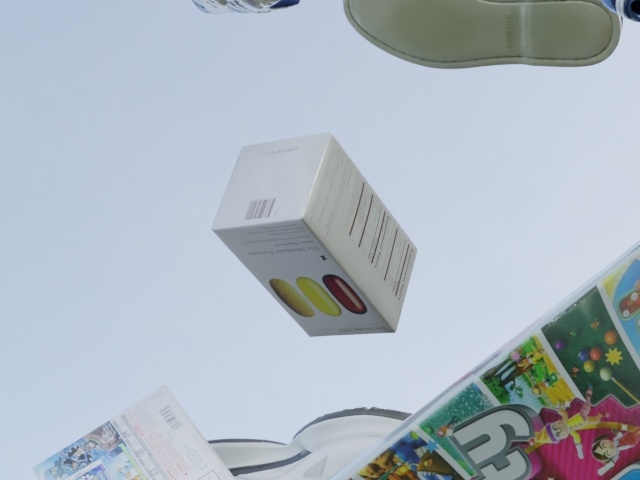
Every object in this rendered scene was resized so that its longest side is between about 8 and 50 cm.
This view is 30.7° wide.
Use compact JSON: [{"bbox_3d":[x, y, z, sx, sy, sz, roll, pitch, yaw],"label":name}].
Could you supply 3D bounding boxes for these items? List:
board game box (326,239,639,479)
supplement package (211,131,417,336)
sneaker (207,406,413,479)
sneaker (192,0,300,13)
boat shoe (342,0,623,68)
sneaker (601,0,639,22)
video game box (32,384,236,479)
[{"bbox_3d":[0.164,0.129,0.546,0.303,0.224,0.097,-38,-6,0],"label":"board game box"},{"bbox_3d":[0.000,0.000,1.449,0.139,0.134,0.244,-6,-39,33],"label":"supplement package"},{"bbox_3d":[-0.018,0.361,1.379,0.447,0.258,0.169,-18,-46,37],"label":"sneaker"},{"bbox_3d":[-0.099,-0.312,1.280,0.296,0.130,0.112,-26,-60,-76],"label":"sneaker"},{"bbox_3d":[0.201,-0.284,1.426,0.113,0.340,0.127,-47,-42,-59],"label":"boat shoe"},{"bbox_3d":[0.280,-0.244,0.992,0.053,0.059,0.144,-31,-22,-20],"label":"sneaker"},{"bbox_3d":[-0.207,0.294,1.359,0.187,0.205,0.048,-30,-38,-19],"label":"video game box"}]
